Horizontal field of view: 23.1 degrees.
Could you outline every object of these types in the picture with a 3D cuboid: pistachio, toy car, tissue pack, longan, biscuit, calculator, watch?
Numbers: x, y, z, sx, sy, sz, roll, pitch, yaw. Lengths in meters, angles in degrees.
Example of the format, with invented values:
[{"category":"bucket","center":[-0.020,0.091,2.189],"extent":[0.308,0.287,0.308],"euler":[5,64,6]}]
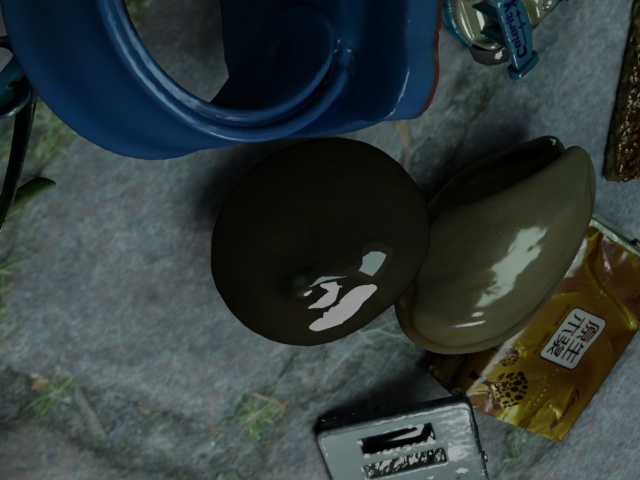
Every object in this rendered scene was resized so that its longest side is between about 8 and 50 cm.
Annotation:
[{"category":"pistachio","center":[0.163,0.004,1.457],"extent":[0.153,0.138,0.238],"euler":[32,95,-33]},{"category":"toy car","center":[0.186,-0.225,1.360],"extent":[0.161,0.098,0.126],"euler":[-35,135,-13]},{"category":"tissue pack","center":[0.234,0.078,1.594],"extent":[0.183,0.092,0.226],"euler":[24,104,-43]},{"category":"longan","center":[0.000,0.000,1.311],"extent":[0.189,0.189,0.189],"euler":[-19,127,-28]},{"category":"biscuit","center":[0.354,-0.167,1.578],"extent":[0.131,0.025,0.230],"euler":[-15,125,-30]},{"category":"calculator","center":[0.098,0.258,1.601],"extent":[0.161,0.021,0.261],"euler":[-14,130,6]},{"category":"watch","center":[-0.069,-0.213,1.082],"extent":[0.275,0.241,0.305],"euler":[-1,86,-38]}]

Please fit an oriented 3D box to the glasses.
[{"category":"glasses","center":[-0.288,-0.039,1.143],"extent":[0.239,0.102,0.207],"euler":[-39,162,-13]}]
